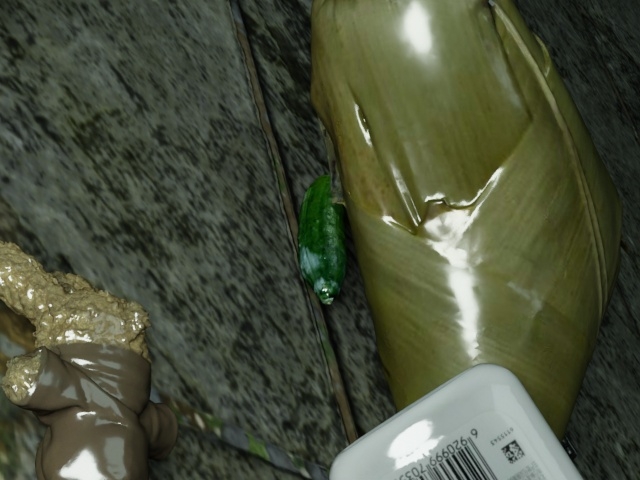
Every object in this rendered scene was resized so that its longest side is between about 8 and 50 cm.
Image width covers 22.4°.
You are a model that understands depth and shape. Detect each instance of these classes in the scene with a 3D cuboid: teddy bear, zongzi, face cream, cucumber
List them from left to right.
[{"bbox_3d":[-0.116,0.065,0.819,0.119,0.078,0.160,29,33,-52],"label":"teddy bear"},{"bbox_3d":[0.000,0.000,1.184,0.037,0.037,0.155,43,27,-27],"label":"cucumber"},{"bbox_3d":[0.070,-0.028,1.095,0.447,0.181,0.418,58,33,-35],"label":"zongzi"},{"bbox_3d":[0.134,0.227,1.013,0.291,0.144,0.071,56,-4,5],"label":"face cream"}]

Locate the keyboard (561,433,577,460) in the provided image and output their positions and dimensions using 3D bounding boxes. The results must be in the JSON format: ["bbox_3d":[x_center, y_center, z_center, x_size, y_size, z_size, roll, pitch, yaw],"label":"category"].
[{"bbox_3d":[0.140,0.093,1.345,0.230,0.025,0.093,57,26,5],"label":"keyboard"}]
